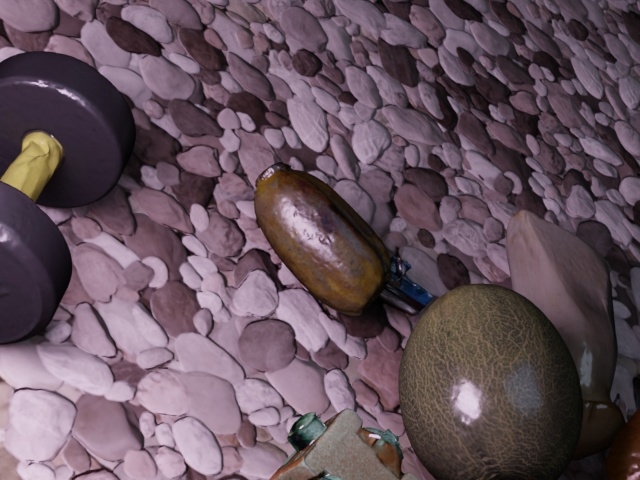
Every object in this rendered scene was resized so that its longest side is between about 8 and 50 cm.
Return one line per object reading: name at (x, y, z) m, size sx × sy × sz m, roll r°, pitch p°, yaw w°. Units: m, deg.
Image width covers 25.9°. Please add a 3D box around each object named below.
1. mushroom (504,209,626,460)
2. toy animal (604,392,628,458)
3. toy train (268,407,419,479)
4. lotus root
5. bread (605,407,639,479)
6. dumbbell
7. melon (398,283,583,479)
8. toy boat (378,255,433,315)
mushroom at (0.372, 0.141, 2.089) m, size 0.154 × 0.137 × 0.407 m, roll 26°, pitch 44°, yaw -33°
toy animal at (0.463, 0.303, 2.068) m, size 0.124 × 0.071 × 0.085 m, roll 38°, pitch 39°, yaw -7°
toy train at (0.069, 0.343, 1.646) m, size 0.326 × 0.159 × 0.129 m, roll 46°, pitch 42°, yaw -1°
lotus root at (0.000, 0.000, 1.920) m, size 0.241 × 0.123 × 0.124 m, roll 46°, pitch 13°, yaw 8°
bread at (0.543, 0.353, 1.924) m, size 0.312 × 0.172 × 0.312 m, roll 0°, pitch 71°, yaw 1°
dumbbell at (-0.354, -0.056, 1.615) m, size 0.204 × 0.204 × 0.322 m, roll 31°, pitch 41°, yaw -13°
melon at (0.222, 0.199, 1.833) m, size 0.237 × 0.237 × 0.301 m, roll 19°, pitch 42°, yaw -26°
toy boat at (0.100, 0.053, 2.000) m, size 0.137 × 0.060 × 0.061 m, roll 29°, pitch 60°, yaw -7°
